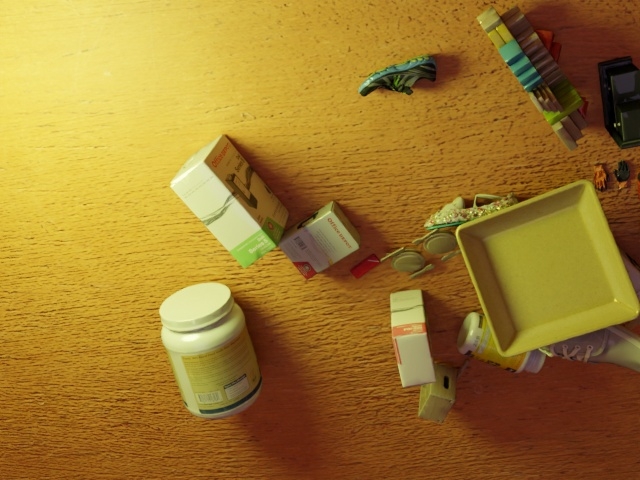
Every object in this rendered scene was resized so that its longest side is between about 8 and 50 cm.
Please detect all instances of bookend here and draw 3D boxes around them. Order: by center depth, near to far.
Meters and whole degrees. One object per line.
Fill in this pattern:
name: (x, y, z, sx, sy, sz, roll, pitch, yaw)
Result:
bookend: (0.666, -0.301, 1.631, 0.072, 0.157, 0.156, -11, 115, 12)

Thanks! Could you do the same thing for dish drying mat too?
dish drying mat: (0.118, 0.069, 1.976, 0.083, 0.008, 0.032, -36, 108, 22)

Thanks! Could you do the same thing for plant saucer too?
plant saucer: (0.529, 0.068, 1.755, 0.332, 0.081, 0.333, -21, 82, 19)

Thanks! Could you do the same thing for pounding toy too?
pounding toy: (0.340, 0.406, 2.060, 0.100, 0.141, 0.130, 16, 132, -1)

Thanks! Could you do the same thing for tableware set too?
tableware set: (0.263, 0.022, 1.900, 0.128, 0.039, 0.194, 29, 134, -35)

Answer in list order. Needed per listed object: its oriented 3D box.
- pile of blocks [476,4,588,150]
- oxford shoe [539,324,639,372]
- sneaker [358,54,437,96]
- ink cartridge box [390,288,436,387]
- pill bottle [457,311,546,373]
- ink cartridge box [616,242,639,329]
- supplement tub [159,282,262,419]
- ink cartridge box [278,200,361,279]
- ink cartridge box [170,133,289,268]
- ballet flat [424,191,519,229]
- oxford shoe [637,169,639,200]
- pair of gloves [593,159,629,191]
pile of blocks: (0.490, -0.369, 1.626, 0.112, 0.149, 0.362, -35, 107, 22)
oxford shoe: (0.622, 0.240, 1.824, 0.449, 0.130, 0.169, 24, 161, 26)
sneaker: (0.177, -0.364, 1.716, 0.188, 0.067, 0.078, -16, 107, 12)
ink cartridge box: (0.237, 0.248, 1.933, 0.092, 0.218, 0.159, -11, 115, 7)
pill bottle: (0.478, 0.276, 1.970, 0.215, 0.117, 0.117, 20, 118, -2)
ink cartridge box: (0.707, 0.111, 1.850, 0.237, 0.100, 0.172, 39, 115, -20)
supplement tub: (-0.297, 0.296, 2.024, 0.228, 0.228, 0.316, -7, 116, 11)
ink cartridge box: (0.000, 0.000, 1.921, 0.175, 0.072, 0.127, -31, 108, 21)
ink cartridge box: (-0.214, -0.099, 1.830, 0.114, 0.198, 0.273, -33, 108, 21)
ballet flat: (0.373, -0.073, 1.841, 0.241, 0.091, 0.077, -6, 85, 6)
oxford shoe: (0.819, -0.048, 1.776, 0.098, 0.097, 0.271, -11, 115, 7)
pair of gloves: (0.694, -0.154, 1.784, 0.083, 0.010, 0.074, -9, 115, 11)
